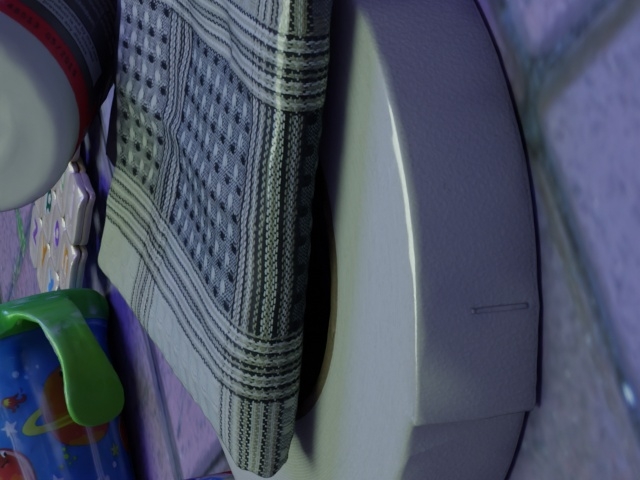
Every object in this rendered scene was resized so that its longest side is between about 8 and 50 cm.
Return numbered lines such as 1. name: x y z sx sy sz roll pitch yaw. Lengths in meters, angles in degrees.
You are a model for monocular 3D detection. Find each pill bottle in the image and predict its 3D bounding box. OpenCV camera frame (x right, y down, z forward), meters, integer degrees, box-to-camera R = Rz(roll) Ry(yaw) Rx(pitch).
1. pill bottle: -0.219 -0.182 1.037 0.318 0.176 0.176 -72 -1 -47

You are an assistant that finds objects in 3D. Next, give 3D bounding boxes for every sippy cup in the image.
1. sippy cup: -0.300 0.195 1.438 0.305 0.240 0.224 82 167 -80

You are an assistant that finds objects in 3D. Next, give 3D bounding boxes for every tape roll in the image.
1. tape roll: 0.000 0.000 0.828 0.392 0.072 0.392 174 90 -68

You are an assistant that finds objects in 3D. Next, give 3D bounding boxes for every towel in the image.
1. towel: -0.080 -0.072 0.836 0.324 0.056 0.312 -130 40 -55

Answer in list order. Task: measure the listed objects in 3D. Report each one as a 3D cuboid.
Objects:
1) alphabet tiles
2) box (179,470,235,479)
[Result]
1. alphabet tiles: -0.292 -0.062 1.554 0.284 0.021 0.278 -120 36 -53
2. box: -0.068 0.320 0.972 0.142 0.154 0.300 171 91 -68
